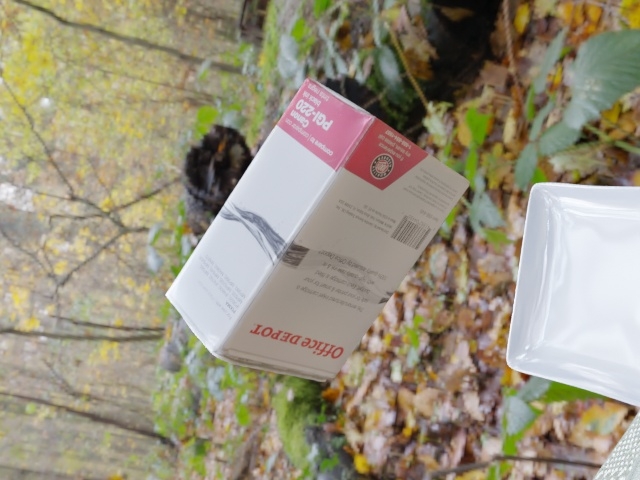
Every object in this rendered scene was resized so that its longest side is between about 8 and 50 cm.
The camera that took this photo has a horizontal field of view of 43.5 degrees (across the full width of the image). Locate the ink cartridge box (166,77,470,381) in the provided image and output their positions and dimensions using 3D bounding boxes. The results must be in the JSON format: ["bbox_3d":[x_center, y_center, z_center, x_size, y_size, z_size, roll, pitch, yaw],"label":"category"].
[{"bbox_3d":[0.000,0.000,0.670,0.092,0.159,0.217,39,100,39],"label":"ink cartridge box"}]

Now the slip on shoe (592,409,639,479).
[{"bbox_3d":[0.308,0.202,0.689,0.331,0.101,0.123,-52,-12,-10],"label":"slip on shoe"}]

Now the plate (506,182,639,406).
[{"bbox_3d":[0.380,0.064,1.077,0.277,0.045,0.277,8,90,57],"label":"plate"}]
